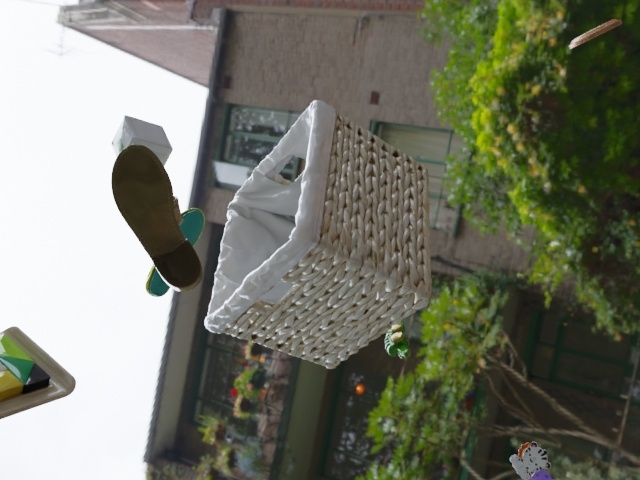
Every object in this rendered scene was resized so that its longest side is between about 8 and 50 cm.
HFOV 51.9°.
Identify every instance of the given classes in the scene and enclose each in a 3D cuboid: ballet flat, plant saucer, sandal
[{"bbox_3d":[-0.349,0.023,1.543,0.077,0.077,0.231,28,-92,-25],"label":"ballet flat"},{"bbox_3d":[0.436,-0.330,1.047,0.083,0.083,0.013,-32,-83,-55],"label":"plant saucer"},{"bbox_3d":[-0.247,-0.024,0.996,0.088,0.240,0.079,-24,-15,-14],"label":"sandal"}]

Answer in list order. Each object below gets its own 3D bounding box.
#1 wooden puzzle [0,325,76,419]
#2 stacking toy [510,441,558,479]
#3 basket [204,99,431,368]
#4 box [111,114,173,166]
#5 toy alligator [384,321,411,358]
[{"bbox_3d":[-0.591,0.233,1.153,0.239,0.221,0.044,-18,-49,-53],"label":"wooden puzzle"},{"bbox_3d":[0.357,0.397,0.960,0.052,0.221,0.167,-34,-25,5],"label":"stacking toy"},{"bbox_3d":[0.000,0.000,1.166,0.266,0.328,0.331,25,-134,-23],"label":"basket"},{"bbox_3d":[-0.409,-0.215,1.505,0.102,0.101,0.087,14,-58,-39],"label":"box"},{"bbox_3d":[0.172,0.221,1.523,0.189,0.051,0.056,-86,-26,-67],"label":"toy alligator"}]
